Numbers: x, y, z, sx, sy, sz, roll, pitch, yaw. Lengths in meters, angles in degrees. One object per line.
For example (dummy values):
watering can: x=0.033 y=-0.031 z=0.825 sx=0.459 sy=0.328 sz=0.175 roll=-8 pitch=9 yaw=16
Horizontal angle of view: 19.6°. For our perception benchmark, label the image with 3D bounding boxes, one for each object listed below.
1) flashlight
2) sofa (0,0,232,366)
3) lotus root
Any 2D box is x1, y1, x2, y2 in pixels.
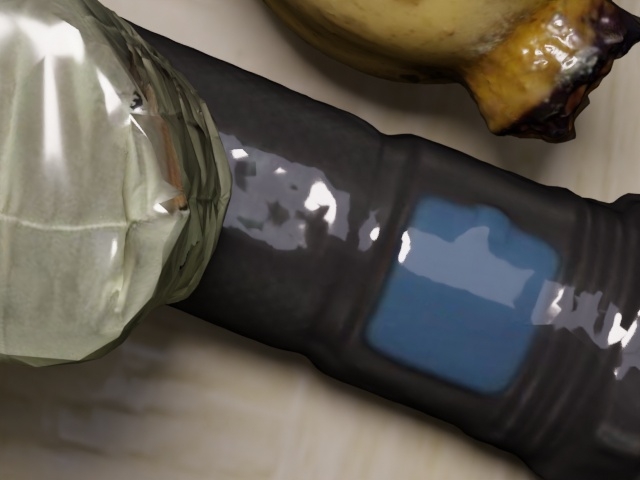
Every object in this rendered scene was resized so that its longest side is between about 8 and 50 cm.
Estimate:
flashlight: x=0.000 y=0.000 z=0.593 sx=0.424 sy=0.103 sz=0.103 roll=21 pitch=71 yaw=-7
sofa: x=-0.137 y=0.028 z=0.440 sx=0.225 sy=0.210 sz=0.176 roll=1 pitch=91 yaw=-1
lotus root: x=0.013 y=-0.157 z=0.600 sx=0.146 sy=0.160 sz=0.284 roll=-33 pitch=83 yaw=21
